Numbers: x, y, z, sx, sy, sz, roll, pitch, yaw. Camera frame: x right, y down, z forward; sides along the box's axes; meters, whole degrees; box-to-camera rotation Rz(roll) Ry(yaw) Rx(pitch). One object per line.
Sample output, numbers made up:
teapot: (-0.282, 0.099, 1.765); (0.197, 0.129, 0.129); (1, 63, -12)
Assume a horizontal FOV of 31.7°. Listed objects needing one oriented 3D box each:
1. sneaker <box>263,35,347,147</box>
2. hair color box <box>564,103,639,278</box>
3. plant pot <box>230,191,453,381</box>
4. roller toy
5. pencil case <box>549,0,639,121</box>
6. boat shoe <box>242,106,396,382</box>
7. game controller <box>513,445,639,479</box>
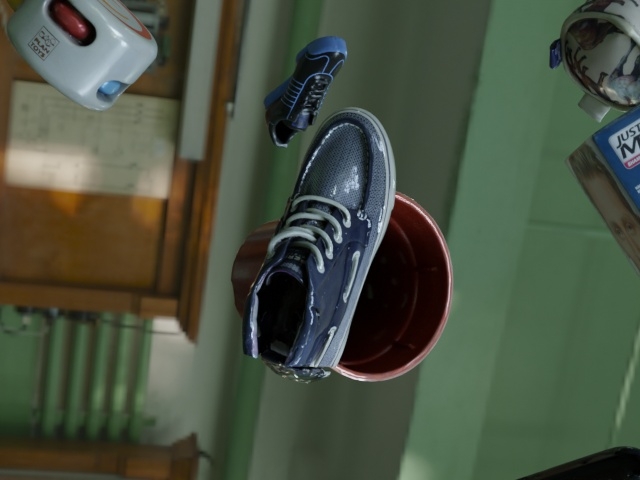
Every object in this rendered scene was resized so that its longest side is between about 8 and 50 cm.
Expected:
sneaker: (-0.021, -0.244, 1.890); (0.232, 0.081, 0.090); (-45, -132, 49)
hair color box: (0.415, 0.018, 1.243); (0.347, 0.105, 0.174); (59, -1, 6)
plant pot: (0.012, 0.064, 1.692); (0.265, 0.272, 0.272); (-2, -98, 59)
roller toy: (-0.350, -0.289, 1.634); (0.146, 0.209, 0.191); (-46, -141, 9)
pencil case: (0.492, -0.354, 1.603); (0.410, 0.160, 0.183); (-47, 174, -28)
boat shoe: (0.000, 0.000, 1.314); (0.158, 0.127, 0.341); (23, 77, -75)
game controller: (0.392, 0.389, 1.642); (0.319, 0.166, 0.067); (-34, -169, 47)
